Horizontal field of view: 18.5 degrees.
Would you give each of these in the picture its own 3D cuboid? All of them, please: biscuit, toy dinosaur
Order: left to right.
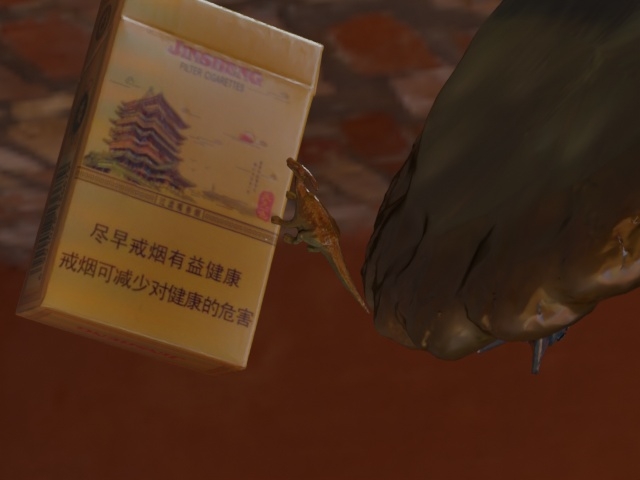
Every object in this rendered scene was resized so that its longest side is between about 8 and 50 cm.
[{"bbox_3d":[-0.003,-0.001,1.257,0.026,0.041,0.113,-33,106,-42],"label":"toy dinosaur"},{"bbox_3d":[0.156,-0.076,1.058,0.078,0.335,0.329,43,61,-24],"label":"biscuit"}]

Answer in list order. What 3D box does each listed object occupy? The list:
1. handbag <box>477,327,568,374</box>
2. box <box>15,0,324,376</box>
[{"bbox_3d":[0.171,-0.036,1.294,0.229,0.062,0.179,-49,150,-46],"label":"handbag"},{"bbox_3d":[-0.114,-0.049,1.538,0.174,0.076,0.274,19,75,-22],"label":"box"}]
